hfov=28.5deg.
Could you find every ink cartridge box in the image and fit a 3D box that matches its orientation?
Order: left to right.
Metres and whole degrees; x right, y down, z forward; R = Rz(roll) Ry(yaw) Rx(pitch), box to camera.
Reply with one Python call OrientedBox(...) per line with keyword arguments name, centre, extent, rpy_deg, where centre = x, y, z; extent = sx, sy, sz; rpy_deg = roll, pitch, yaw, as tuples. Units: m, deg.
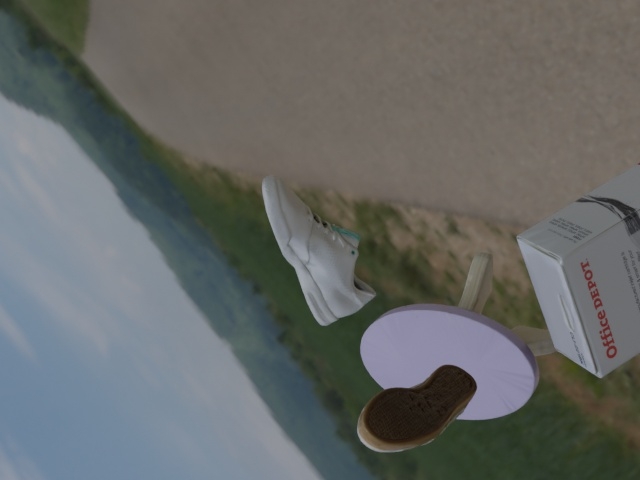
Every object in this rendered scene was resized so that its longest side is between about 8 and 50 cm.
OrientedBox(name="ink cartridge box", centre=(0.424, 0.025, 1.694), extent=(0.114, 0.272, 0.197), rpy_deg=(32, 149, 61))

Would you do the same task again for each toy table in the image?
OrientedBox(name="toy table", centre=(0.220, 0.159, 1.941), extent=(0.274, 0.252, 0.161), rpy_deg=(21, -153, 20))

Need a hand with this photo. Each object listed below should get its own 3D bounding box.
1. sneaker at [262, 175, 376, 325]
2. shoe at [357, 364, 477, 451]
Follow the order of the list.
OrientedBox(name="sneaker", centre=(0.000, 0.000, 1.552), extent=(0.080, 0.094, 0.212), rpy_deg=(-97, -18, -62))
OrientedBox(name="shoe", centre=(0.106, 0.200, 1.416), extent=(0.076, 0.058, 0.219), rpy_deg=(43, -149, 21))
